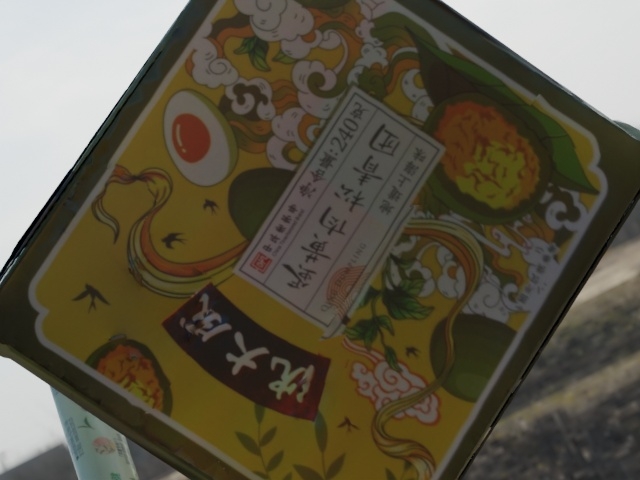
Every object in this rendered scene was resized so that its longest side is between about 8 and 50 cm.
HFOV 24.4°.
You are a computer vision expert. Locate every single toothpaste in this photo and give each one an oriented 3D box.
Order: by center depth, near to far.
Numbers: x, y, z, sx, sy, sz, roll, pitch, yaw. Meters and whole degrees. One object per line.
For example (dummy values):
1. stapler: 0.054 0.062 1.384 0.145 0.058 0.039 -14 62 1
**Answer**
1. toothpaste: -0.196 0.188 1.319 0.056 0.314 0.058 -21 -44 -6

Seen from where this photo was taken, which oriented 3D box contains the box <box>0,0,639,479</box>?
1. box: 0.000 0.000 1.158 0.420 0.373 0.138 -56 4 -9
